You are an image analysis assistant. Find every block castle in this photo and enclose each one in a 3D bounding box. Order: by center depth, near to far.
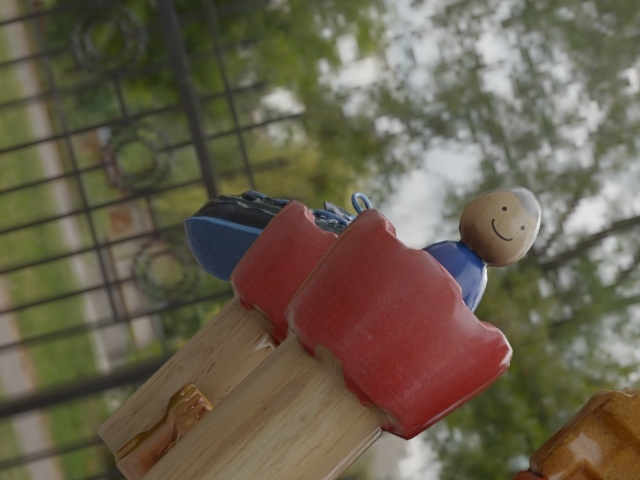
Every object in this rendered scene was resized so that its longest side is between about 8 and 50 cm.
[{"bbox_3d":[0.121,0.178,0.820,0.453,0.213,0.303,47,-5,-7],"label":"block castle"}]

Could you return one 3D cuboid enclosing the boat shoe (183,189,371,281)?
[{"bbox_3d":[0.000,0.000,1.445,0.258,0.089,0.109,24,-43,35],"label":"boat shoe"}]
